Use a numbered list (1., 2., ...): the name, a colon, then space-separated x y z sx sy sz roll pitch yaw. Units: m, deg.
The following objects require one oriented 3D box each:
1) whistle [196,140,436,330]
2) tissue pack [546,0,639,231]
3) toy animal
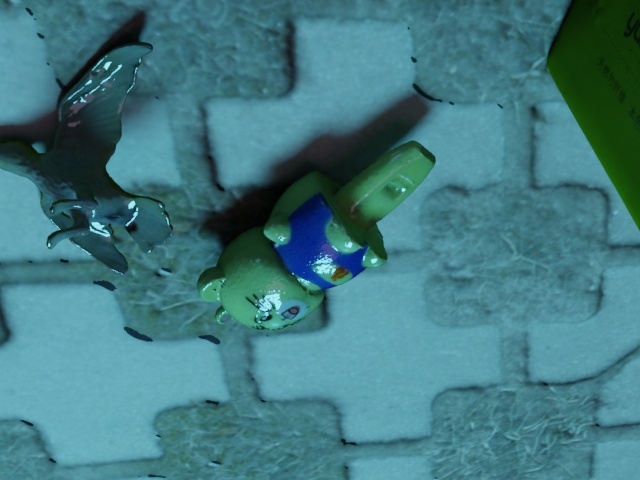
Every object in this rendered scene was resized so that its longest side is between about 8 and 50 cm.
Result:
1. whistle: 0.000 0.000 1.049 0.227 0.085 0.105 -38 142 17
2. tissue pack: 0.298 -0.110 0.910 0.167 0.275 0.200 4 131 -21
3. toy animal: -0.186 -0.044 0.939 0.155 0.095 0.219 1 131 -26
